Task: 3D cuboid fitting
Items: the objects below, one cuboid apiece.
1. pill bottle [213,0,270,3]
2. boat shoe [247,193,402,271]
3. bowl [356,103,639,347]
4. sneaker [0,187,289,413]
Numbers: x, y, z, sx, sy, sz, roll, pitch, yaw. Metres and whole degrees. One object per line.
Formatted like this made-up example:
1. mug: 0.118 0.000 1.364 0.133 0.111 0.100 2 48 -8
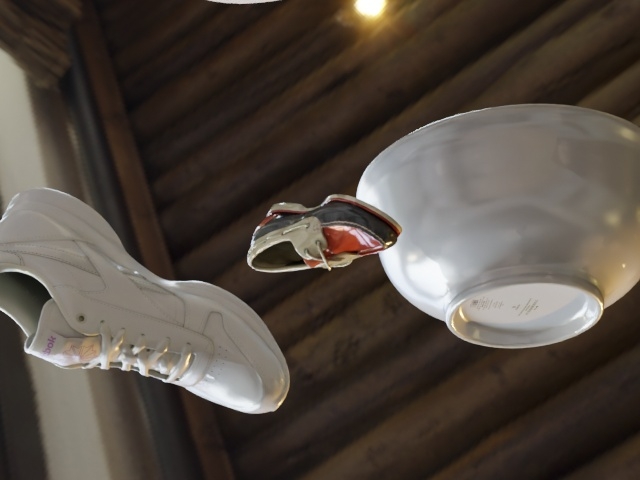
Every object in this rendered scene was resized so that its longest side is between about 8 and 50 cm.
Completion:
1. pill bottle: -0.075 -0.438 1.138 0.229 0.229 0.408 -16 -102 34
2. boat shoe: 0.000 0.000 0.816 0.137 0.049 0.043 -1 -130 53
3. bowl: 0.183 0.011 1.152 0.298 0.298 0.134 -21 -125 31
4. sneaker: -0.175 0.083 1.110 0.114 0.305 0.152 -60 180 41
